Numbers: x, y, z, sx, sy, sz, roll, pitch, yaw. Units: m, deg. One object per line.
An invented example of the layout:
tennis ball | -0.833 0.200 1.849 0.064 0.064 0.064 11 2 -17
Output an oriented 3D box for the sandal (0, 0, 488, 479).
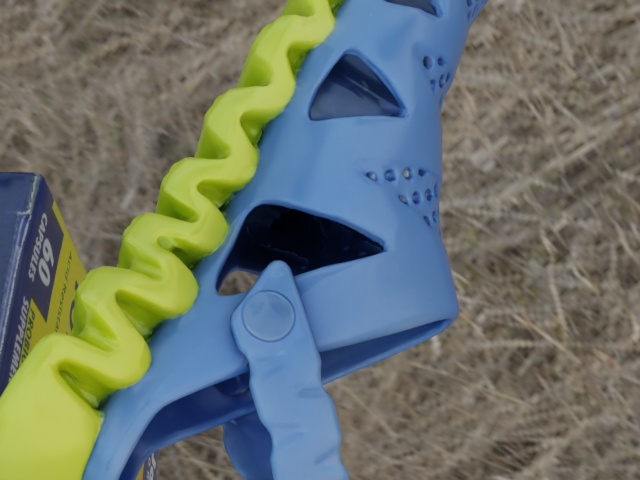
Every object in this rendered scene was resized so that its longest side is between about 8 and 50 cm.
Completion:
sandal | 0.000 0.000 0.712 0.138 0.126 0.317 31 75 4

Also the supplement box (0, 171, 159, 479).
supplement box | -0.230 0.130 1.022 0.195 0.356 0.194 1 60 7
